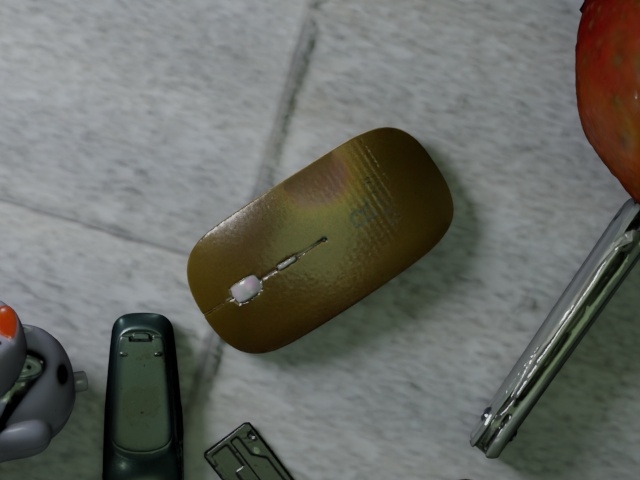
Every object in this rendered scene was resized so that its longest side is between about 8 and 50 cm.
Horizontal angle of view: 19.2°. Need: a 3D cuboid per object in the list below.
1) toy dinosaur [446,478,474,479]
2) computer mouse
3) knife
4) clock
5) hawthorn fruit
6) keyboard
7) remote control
[{"bbox_3d":[0.289,0.357,1.621,0.432,0.208,0.097,36,114,-9],"label":"toy dinosaur"},{"bbox_3d":[0.000,0.000,1.657,0.245,0.056,0.126,-32,93,-1],"label":"computer mouse"},{"bbox_3d":[0.215,0.078,1.665,0.040,0.073,0.265,35,91,5],"label":"knife"},{"bbox_3d":[-0.323,0.133,1.590,0.254,0.189,0.189,-11,92,-9],"label":"clock"},{"bbox_3d":[0.351,-0.140,1.572,0.316,0.316,0.316,0,91,-4],"label":"hawthorn fruit"},{"bbox_3d":[-0.039,0.236,1.681,0.053,0.010,0.155,-36,94,-1],"label":"keyboard"},{"bbox_3d":[-0.156,0.174,1.655,0.072,0.042,0.222,0,91,-2],"label":"remote control"}]
